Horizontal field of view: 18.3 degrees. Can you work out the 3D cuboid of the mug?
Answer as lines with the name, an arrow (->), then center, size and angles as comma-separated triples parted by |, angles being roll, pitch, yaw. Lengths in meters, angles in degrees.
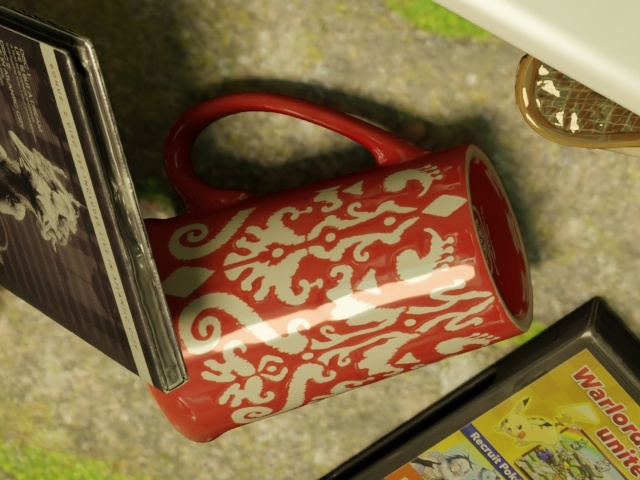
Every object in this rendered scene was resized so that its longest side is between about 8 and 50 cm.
mug -> -0.001, 0.007, 0.931 | 0.169, 0.113, 0.150 | -16, 116, 18

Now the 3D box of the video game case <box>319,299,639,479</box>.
video game case -> 0.136, 0.194, 1.047 | 0.248, 0.035, 0.275 | -36, 104, 29

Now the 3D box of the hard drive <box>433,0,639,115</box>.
hard drive -> 0.211, -0.127, 0.807 | 0.318, 0.040, 0.210 | 29, 103, -3

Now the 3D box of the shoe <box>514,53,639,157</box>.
shoe -> 0.195, -0.061, 0.878 | 0.219, 0.058, 0.076 | 11, 101, 4

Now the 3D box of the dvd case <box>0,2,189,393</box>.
dvd case -> -0.140, -0.036, 0.911 | 0.221, 0.018, 0.164 | 26, 136, 52
